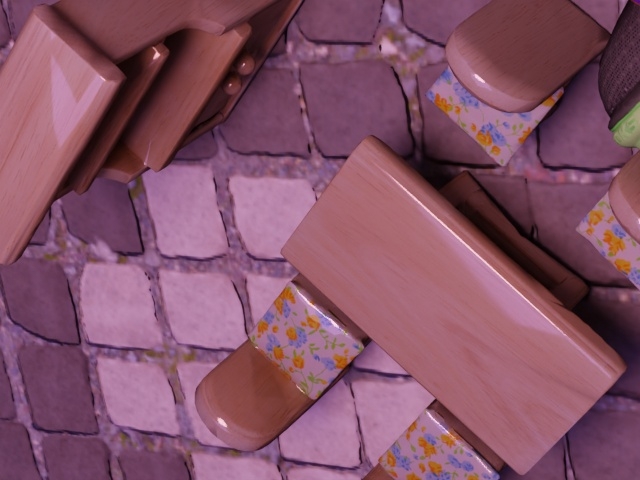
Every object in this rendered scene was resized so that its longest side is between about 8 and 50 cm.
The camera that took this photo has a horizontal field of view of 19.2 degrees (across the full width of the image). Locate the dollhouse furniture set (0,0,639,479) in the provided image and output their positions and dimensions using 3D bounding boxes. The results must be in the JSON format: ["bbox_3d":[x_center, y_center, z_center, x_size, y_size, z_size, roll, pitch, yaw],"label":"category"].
[{"bbox_3d":[0.000,0.000,1.209,0.394,0.256,0.362,43,129,7],"label":"dollhouse furniture set"}]

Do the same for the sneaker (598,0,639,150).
[{"bbox_3d":[0.245,-0.266,1.000,0.202,0.185,0.483,40,129,35],"label":"sneaker"}]

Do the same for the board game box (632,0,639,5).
[{"bbox_3d":[0.317,-0.236,0.622,0.356,0.356,0.356,36,164,36],"label":"board game box"}]
